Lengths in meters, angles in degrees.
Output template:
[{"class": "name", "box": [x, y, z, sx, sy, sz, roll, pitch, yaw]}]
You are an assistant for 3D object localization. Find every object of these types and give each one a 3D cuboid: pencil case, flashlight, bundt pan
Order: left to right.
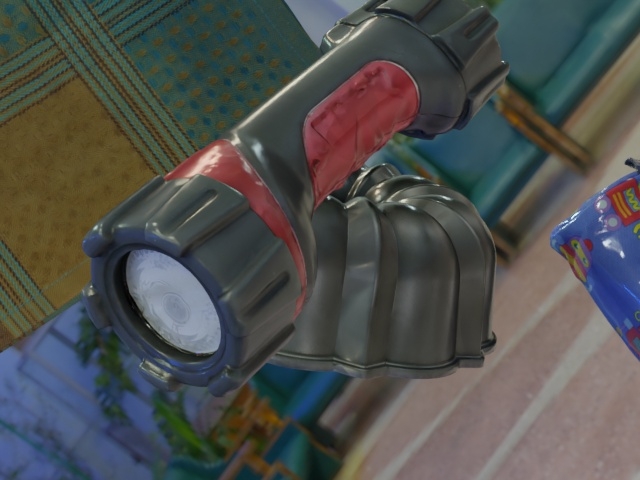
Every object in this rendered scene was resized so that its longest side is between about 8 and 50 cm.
[{"class": "bundt pan", "box": [0.000, 0.000, 1.060, 0.331, 0.330, 0.124, -75, -5, -75]}, {"class": "flashlight", "box": [0.006, -0.042, 0.663, 0.103, 0.103, 0.304, -4, 27, 40]}, {"class": "pencil case", "box": [0.348, 0.074, 1.176, 0.133, 0.306, 0.119, -24, -21, -28]}]

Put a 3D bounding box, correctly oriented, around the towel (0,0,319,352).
[{"class": "towel", "box": [-0.191, -0.105, 0.897, 0.370, 0.271, 0.040, -36, 9, -15]}]
